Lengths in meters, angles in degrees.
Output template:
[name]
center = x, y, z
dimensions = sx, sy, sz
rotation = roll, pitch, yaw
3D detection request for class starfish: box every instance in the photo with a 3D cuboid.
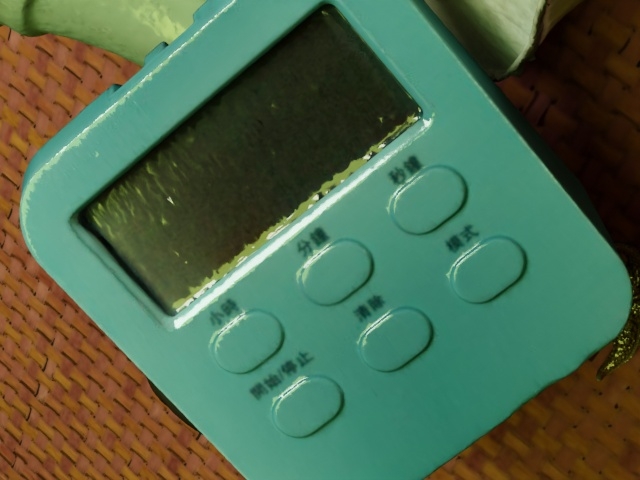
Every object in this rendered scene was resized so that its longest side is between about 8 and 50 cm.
[starfish]
center = 0.170, 0.040, 0.750
dimensions = 0.078, 0.028, 0.091
rotation = 20, 122, 36

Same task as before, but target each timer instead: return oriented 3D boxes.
[timer]
center = 0.000, 0.000, 0.659
dimensions = 0.232, 0.091, 0.250
rotation = -39, 113, 15

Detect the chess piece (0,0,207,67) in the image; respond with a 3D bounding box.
[chess piece]
center = -0.090, -0.136, 0.753
dimensions = 0.299, 0.194, 0.194
rotation = 38, 128, 3

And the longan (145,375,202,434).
[longan]
center = -0.035, 0.058, 0.832
dimensions = 0.167, 0.167, 0.187
rotation = 63, 151, -1

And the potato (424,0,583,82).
[potato]
center = 0.072, -0.237, 0.614
dimensions = 0.246, 0.196, 0.299
rotation = 37, 168, 49
